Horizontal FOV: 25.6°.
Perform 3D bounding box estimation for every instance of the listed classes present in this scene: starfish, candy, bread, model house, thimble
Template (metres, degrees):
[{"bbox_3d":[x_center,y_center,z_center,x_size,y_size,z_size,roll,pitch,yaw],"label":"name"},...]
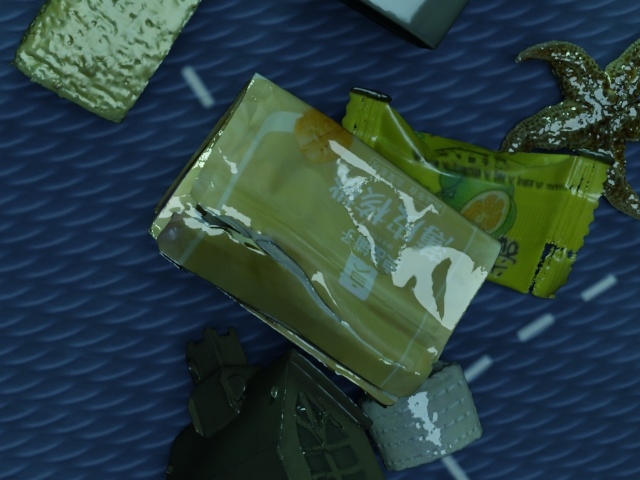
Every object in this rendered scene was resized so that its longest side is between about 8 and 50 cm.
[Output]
[{"bbox_3d":[0.313,-0.135,1.534,0.277,0.062,0.236,-38,99,3],"label":"starfish"},{"bbox_3d":[0.149,-0.045,1.497,0.297,0.081,0.187,14,114,-8],"label":"candy"},{"bbox_3d":[-0.210,-0.227,1.429,0.138,0.102,0.196,32,91,-7],"label":"bread"},{"bbox_3d":[-0.054,0.201,1.452,0.204,0.211,0.243,0,59,-48],"label":"model house"},{"bbox_3d":[0.106,0.185,1.501,0.115,0.102,0.090,-24,94,-20],"label":"thimble"}]

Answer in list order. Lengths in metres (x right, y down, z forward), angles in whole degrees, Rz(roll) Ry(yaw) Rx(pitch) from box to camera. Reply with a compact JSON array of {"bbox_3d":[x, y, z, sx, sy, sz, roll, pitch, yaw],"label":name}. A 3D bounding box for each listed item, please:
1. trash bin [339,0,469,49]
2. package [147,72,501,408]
[{"bbox_3d":[0.105,-0.339,1.418,0.220,0.219,0.250,30,95,-8],"label":"trash bin"},{"bbox_3d":[-0.006,0.018,1.407,0.311,0.165,0.221,36,116,-11],"label":"package"}]
